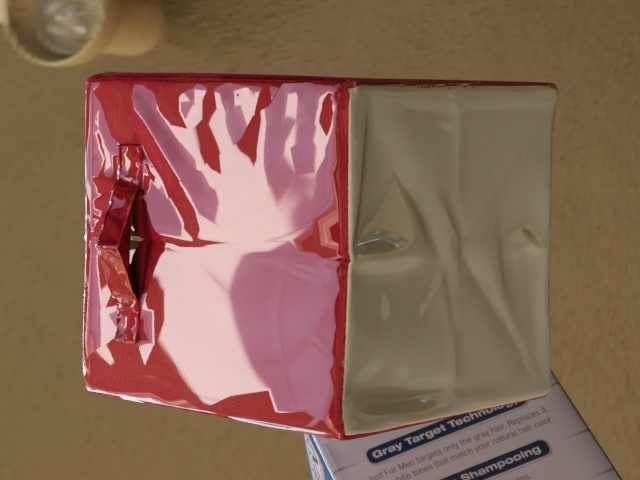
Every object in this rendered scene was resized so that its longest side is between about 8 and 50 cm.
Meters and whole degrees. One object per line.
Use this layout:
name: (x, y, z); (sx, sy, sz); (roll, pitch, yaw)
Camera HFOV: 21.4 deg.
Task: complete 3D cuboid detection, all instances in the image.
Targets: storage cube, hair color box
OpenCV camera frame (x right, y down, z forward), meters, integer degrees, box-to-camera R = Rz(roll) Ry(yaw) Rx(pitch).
storage cube: (0.000, 0.000, 0.942); (0.193, 0.215, 0.184); (5, -84, 41)
hair color box: (0.128, 0.225, 1.104); (0.174, 0.347, 0.105); (-20, -42, -9)
